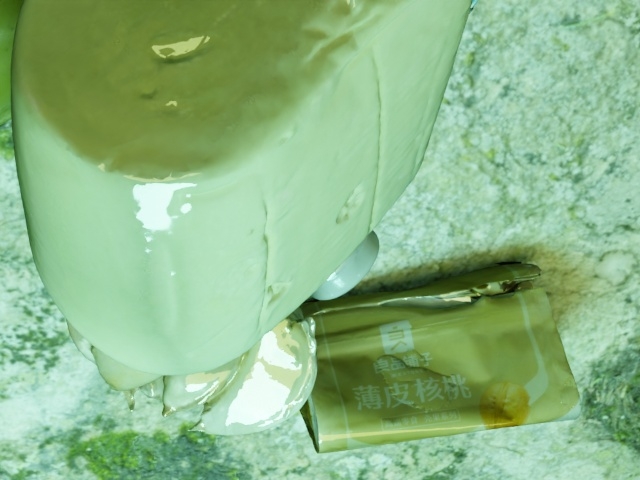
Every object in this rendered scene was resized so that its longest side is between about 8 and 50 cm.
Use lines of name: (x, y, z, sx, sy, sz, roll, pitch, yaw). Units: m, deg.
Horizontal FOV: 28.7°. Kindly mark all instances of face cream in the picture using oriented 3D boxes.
face cream: (0.000, 0.000, 1.400, 0.117, 0.117, 0.104, -37, 115, 14)

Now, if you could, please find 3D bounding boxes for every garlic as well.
garlic: (-0.154, 0.103, 1.394, 0.281, 0.185, 0.203, 25, 102, -24)

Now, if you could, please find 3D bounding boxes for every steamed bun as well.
steamed bun: (-0.077, -0.147, 1.062, 0.456, 0.290, 0.371, -45, 161, -31)

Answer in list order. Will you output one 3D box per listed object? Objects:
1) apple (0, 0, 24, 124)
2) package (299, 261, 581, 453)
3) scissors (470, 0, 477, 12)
apple: (-0.346, -0.222, 1.122, 0.279, 0.279, 0.279, -5, 124, -8)
package: (0.125, 0.129, 1.485, 0.311, 0.221, 0.165, -6, 104, -8)
scissors: (0.039, -0.255, 1.287, 0.256, 0.030, 0.125, -18, 126, 3)
